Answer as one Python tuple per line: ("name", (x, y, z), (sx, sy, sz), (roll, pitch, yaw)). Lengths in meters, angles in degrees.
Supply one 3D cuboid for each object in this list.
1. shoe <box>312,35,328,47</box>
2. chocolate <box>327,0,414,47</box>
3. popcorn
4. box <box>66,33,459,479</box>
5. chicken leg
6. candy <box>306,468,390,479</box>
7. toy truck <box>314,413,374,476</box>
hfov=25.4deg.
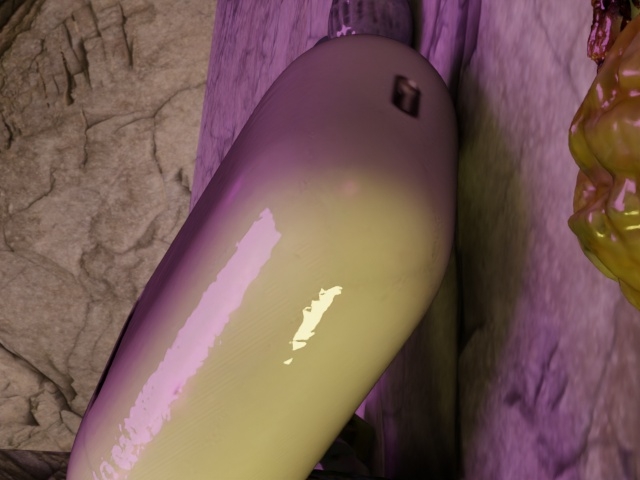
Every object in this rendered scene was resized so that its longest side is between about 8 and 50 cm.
("shoe", (0.026, -0.078, 1.166), (0.078, 0.079, 0.195), (-4, 70, 45))
("chocolate", (0.038, -0.203, 1.100), (0.072, 0.072, 0.167), (122, 149, -69))
("popcorn", (0.130, -0.026, 0.421), (0.121, 0.116, 0.106), (57, -138, -22))
("box", (-0.036, 0.043, 0.918), (0.349, 0.141, 0.289), (-56, 11, 27))
("chicken leg", (0.135, -0.111, 0.646), (0.036, 0.021, 0.083), (-85, 4, -86))
("candy", (0.019, 0.195, 0.949), (0.194, 0.097, 0.062), (164, 111, -80))
("toy truck", (-0.040, 0.255, 1.114), (0.135, 0.128, 0.260), (36, 107, 51))
